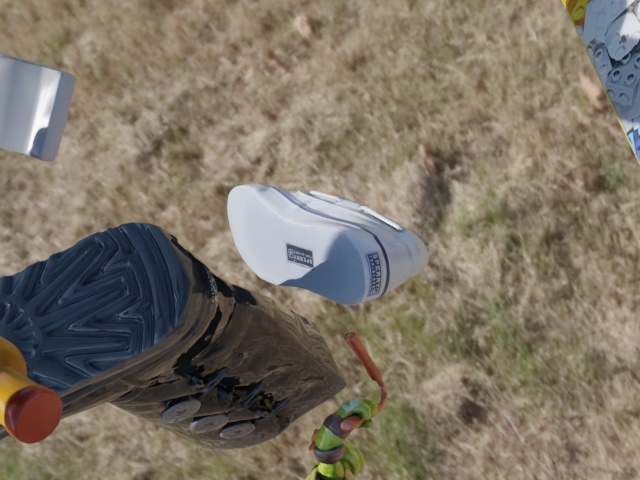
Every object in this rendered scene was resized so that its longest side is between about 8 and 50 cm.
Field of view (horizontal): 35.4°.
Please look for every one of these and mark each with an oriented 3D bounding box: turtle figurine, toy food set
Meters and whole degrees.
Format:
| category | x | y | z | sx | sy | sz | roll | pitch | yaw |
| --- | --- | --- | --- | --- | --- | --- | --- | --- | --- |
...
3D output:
| category | x | y | z | sx | sy | sz | roll | pitch | yaw |
| --- | --- | --- | --- | --- | --- | --- | --- | --- | --- |
| turtle figurine | 0.011 | 0.229 | 0.836 | 0.087 | 0.269 | 0.217 | 2 | 33 | 2 |
| toy food set | -0.147 | -0.036 | 0.413 | 0.105 | 0.111 | 0.232 | 20 | 97 | 36 |

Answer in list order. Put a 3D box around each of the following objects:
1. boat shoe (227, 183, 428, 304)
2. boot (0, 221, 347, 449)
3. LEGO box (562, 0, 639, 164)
| category | x | y | z | sx | sy | sz | roll | pitch | yaw |
| --- | --- | --- | --- | --- | --- | --- | --- | --- | --- |
| boat shoe | 0.000 | 0.000 | 0.952 | 0.084 | 0.095 | 0.258 | -14 | 24 | -31 |
| boot | -0.202 | 0.139 | 0.998 | 0.367 | 0.445 | 0.146 | -17 | 73 | 11 |
| LEGO box | 0.386 | -0.139 | 0.582 | 0.193 | 0.501 | 0.372 | -53 | 36 | 41 |
